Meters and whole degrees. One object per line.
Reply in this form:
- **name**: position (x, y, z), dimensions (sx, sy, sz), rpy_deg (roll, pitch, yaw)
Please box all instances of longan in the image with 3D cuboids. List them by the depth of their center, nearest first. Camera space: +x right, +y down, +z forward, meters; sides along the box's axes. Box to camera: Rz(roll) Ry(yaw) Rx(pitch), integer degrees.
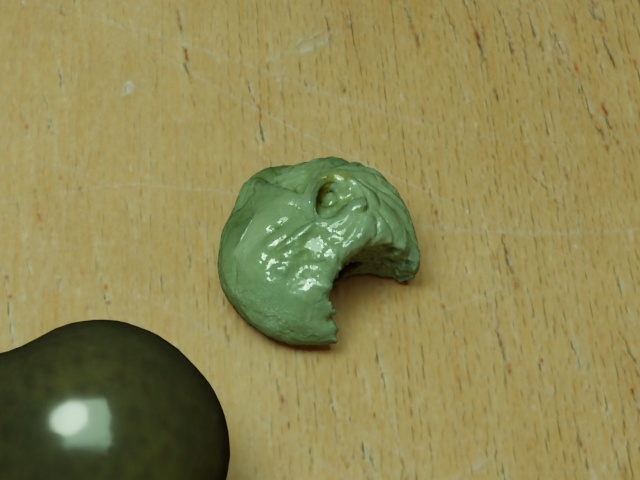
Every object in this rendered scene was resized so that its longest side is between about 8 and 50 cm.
- **longan**: position (-0.211, 0.192, 1.732), dimensions (0.258, 0.258, 0.258), rpy_deg (2, 56, -3)

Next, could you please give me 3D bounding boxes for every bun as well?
- **bun**: position (0.000, 0.000, 1.952), dimensions (0.203, 0.126, 0.212), rpy_deg (14, 57, 8)
